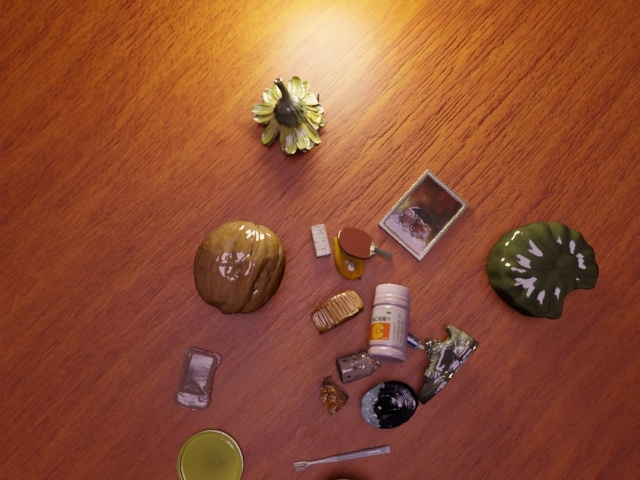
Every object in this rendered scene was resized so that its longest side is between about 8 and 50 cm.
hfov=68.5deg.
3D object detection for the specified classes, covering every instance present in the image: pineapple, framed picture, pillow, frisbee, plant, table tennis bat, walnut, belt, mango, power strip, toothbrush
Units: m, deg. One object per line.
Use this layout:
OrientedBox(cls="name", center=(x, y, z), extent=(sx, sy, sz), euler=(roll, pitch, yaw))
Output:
OrientedBox(cls="pineapple", center=(0.052, 0.541, 1.643), extent=(0.069, 0.116, 0.137), euler=(-42, 40, 16))
OrientedBox(cls="framed picture", center=(0.388, -0.097, 1.768), extent=(0.211, 0.020, 0.289), euler=(43, 83, 5))
OrientedBox(cls="pillow", center=(-0.444, 0.495, 1.677), extent=(0.135, 0.034, 0.211), euler=(14, 83, -2))
OrientedBox(cls="frisbee", center=(-0.384, 0.783, 1.642), extent=(0.235, 0.017, 0.236), euler=(0, 81, 1))
OrientedBox(cls="plant", center=(-0.095, -0.500, 1.746), extent=(0.261, 0.297, 0.306), euler=(-30, 64, -34))
OrientedBox(cls="table tennis bat", center=(0.164, 0.021, 1.724), extent=(0.220, 0.019, 0.130), euler=(22, 50, -9))
OrientedBox(cls="walnut", center=(-0.277, 0.096, 1.612), extent=(0.332, 0.333, 0.333), euler=(0, 82, 0))
OrientedBox(cls="belt", center=(0.233, 0.564, 1.621), extent=(0.198, 0.078, 0.151), euler=(-24, 75, 16))
OrientedBox(cls="mango", center=(0.100, 0.064, 1.725), extent=(0.101, 0.066, 0.188), euler=(-21, 74, -4))
OrientedBox(cls="power strip", center=(0.000, 0.000, 1.747), extent=(0.056, 0.032, 0.123), euler=(-12, 81, -3))
OrientedBox(cls="toothbrush", center=(0.075, 0.757, 1.638), extent=(0.342, 0.030, 0.025), euler=(-9, 86, -3))

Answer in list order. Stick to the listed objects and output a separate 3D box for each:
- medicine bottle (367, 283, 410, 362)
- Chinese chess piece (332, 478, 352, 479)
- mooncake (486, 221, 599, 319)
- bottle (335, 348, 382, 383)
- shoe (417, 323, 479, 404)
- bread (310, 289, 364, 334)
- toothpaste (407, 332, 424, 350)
OrientedBox(cls="medicine bottle", center=(0.241, 0.288, 1.629), extent=(0.133, 0.133, 0.250), euler=(11, 67, 2))
OrientedBox(cls="Chinese chess piece", center=(0.087, 0.910, 1.536), extent=(0.250, 0.101, 0.250), euler=(5, 106, 16))
OrientedBox(cls="mooncake", center=(0.778, 0.095, 1.657), extent=(0.351, 0.187, 0.351), euler=(0, 83, 2))
OrientedBox(cls="bottle", center=(0.136, 0.440, 1.657), extent=(0.152, 0.099, 0.099), euler=(-16, 82, -11))
OrientedBox(cls="shoe", center=(0.410, 0.423, 1.656), extent=(0.149, 0.109, 0.293), euler=(42, 86, 16))
OrientedBox(cls="bread", center=(0.056, 0.242, 1.632), extent=(0.199, 0.199, 0.104), euler=(-30, 79, -4))
OrientedBox(cls="toothpaste", center=(0.289, 0.337, 1.697), extent=(0.197, 0.035, 0.057), euler=(33, 73, 7))
